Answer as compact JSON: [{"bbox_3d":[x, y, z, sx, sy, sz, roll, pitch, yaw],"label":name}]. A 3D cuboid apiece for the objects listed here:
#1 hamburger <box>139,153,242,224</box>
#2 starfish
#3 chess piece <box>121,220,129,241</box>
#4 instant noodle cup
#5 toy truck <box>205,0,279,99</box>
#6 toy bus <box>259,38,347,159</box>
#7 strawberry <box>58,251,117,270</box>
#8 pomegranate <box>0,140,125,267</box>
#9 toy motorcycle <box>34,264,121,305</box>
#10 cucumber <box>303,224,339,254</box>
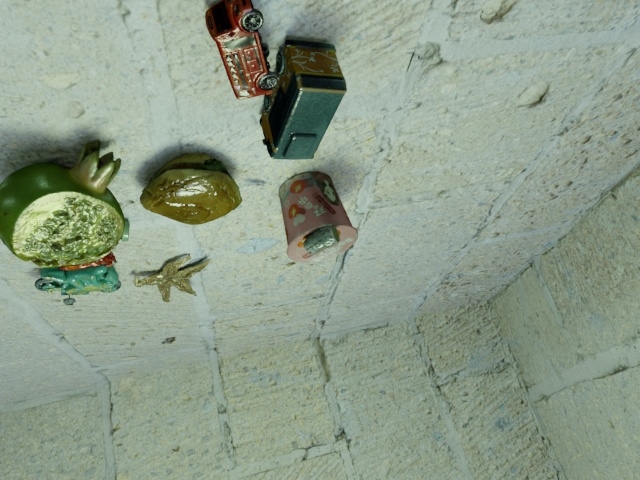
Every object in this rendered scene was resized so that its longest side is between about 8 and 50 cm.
[{"bbox_3d":[-0.376,-0.132,1.502,0.265,0.134,0.285,-31,149,23],"label":"hamburger"},{"bbox_3d":[-0.579,0.154,2.038,0.299,0.060,0.302,-16,149,-15],"label":"starfish"},{"bbox_3d":[-0.662,-0.032,1.622,0.103,0.067,0.067,5,148,-21],"label":"chess piece"},{"bbox_3d":[-0.020,-0.083,1.692,0.242,0.231,0.243,-14,155,-7],"label":"instant noodle cup"},{"bbox_3d":[-0.167,-0.419,1.079,0.114,0.108,0.253,-16,154,-1],"label":"toy truck"},{"bbox_3d":[-0.050,-0.331,1.255,0.138,0.167,0.275,-4,152,-25],"label":"toy bus"},{"bbox_3d":[-0.787,0.053,1.711,0.188,0.082,0.121,-6,169,-42],"label":"strawberry"},{"bbox_3d":[-0.663,-0.109,1.326,0.359,0.216,0.309,-55,144,8],"label":"pomegranate"},{"bbox_3d":[-0.840,0.142,1.811,0.296,0.109,0.198,3,148,-40],"label":"toy motorcycle"},{"bbox_3d":[0.002,-0.001,1.537,0.112,0.064,0.064,-27,152,25],"label":"cucumber"}]
